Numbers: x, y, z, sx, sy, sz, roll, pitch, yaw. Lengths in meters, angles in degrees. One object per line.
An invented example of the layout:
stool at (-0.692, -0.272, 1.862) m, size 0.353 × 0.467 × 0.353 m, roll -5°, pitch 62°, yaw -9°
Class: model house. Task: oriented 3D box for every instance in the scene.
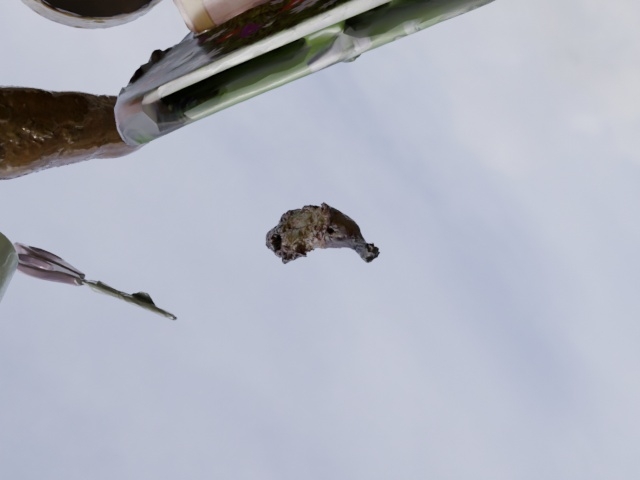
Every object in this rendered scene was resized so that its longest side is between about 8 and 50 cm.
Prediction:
model house at (0.022, -0.181, 0.558) m, size 0.154 × 0.207 × 0.294 m, roll 61°, pitch -151°, yaw -16°

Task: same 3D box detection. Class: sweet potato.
sweet potato at (-0.322, -0.094, 1.383) m, size 0.355 × 0.095 × 0.106 m, roll 3°, pitch -129°, yaw -18°

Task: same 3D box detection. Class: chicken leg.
chicken leg at (0.002, -0.004, 1.423) m, size 0.037 × 0.145 × 0.062 m, roll 45°, pitch -125°, yaw -38°

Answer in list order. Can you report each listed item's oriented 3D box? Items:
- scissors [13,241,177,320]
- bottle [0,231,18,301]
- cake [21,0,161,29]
scissors at (-0.263, 0.048, 1.743) m, size 0.212 × 0.021 × 0.110 m, roll 20°, pitch -170°, yaw 0°
bottle at (-0.396, 0.096, 1.533) m, size 0.104 × 0.104 × 0.245 m, roll 33°, pitch -129°, yaw -18°
cake at (-0.203, -0.295, 1.354) m, size 0.185 × 0.207 × 0.178 m, roll 1°, pitch -164°, yaw -11°
